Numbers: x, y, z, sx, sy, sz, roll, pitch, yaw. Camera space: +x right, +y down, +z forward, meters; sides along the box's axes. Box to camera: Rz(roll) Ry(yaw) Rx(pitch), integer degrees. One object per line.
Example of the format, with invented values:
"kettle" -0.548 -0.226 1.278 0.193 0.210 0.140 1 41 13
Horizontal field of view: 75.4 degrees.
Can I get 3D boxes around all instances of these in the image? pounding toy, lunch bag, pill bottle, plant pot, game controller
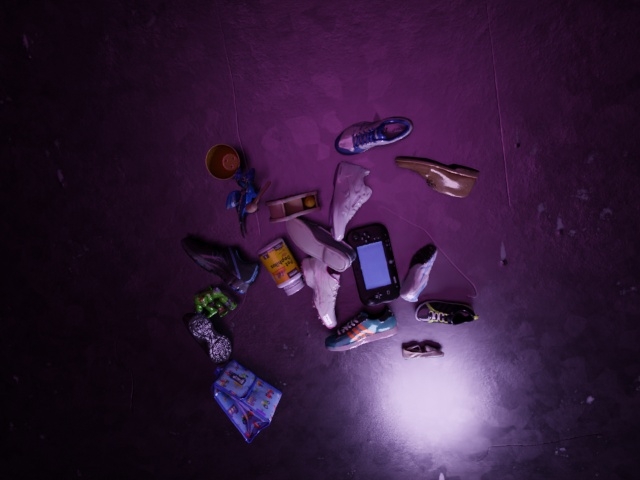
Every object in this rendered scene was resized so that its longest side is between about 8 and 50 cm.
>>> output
"pounding toy" -0.136 -0.154 1.536 0.269 0.154 0.155 -16 100 -25
"lunch bag" -0.328 0.632 1.711 0.293 0.221 0.138 43 102 -2
"pill bottle" -0.151 0.105 1.644 0.117 0.117 0.215 -30 95 12
"plant pot" -0.364 -0.305 1.609 0.134 0.095 0.134 2 101 8
"game controller" 0.208 0.096 1.621 0.166 0.067 0.319 -13 99 10

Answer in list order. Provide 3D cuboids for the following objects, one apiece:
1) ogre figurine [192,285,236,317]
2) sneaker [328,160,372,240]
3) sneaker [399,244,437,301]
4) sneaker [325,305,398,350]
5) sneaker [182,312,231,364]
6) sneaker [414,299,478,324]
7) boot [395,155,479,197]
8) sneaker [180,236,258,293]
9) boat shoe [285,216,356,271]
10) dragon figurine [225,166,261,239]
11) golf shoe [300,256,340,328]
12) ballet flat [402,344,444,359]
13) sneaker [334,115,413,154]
"ogre figurine" -0.458 0.259 1.730 0.197 0.097 0.118 -10 114 42
"sneaker" 0.111 -0.144 1.539 0.152 0.114 0.305 10 82 -2
"sneaker" 0.388 0.127 1.604 0.086 0.085 0.237 23 98 -30
"sneaker" 0.152 0.346 1.659 0.302 0.108 0.121 -18 97 2
"sneaker" -0.478 0.405 1.749 0.130 0.109 0.286 9 132 48
"sneaker" 0.485 0.282 1.601 0.234 0.097 0.084 -4 99 8
"boot" 0.415 -0.237 1.519 0.305 0.112 0.115 15 112 3
"sneaker" -0.412 0.075 1.693 0.341 0.125 0.140 34 75 3
"boat shoe" 0.000 0.000 1.608 0.319 0.099 0.116 35 133 23
"dragon figurine" -0.306 -0.147 1.599 0.085 0.144 0.289 23 102 16
"golf shoe" 0.027 0.201 1.644 0.140 0.115 0.306 -18 98 7
"ballet flat" 0.412 0.447 1.665 0.168 0.057 0.052 -8 89 9
"sneaker" 0.188 -0.390 1.504 0.296 0.131 0.112 -16 100 12
